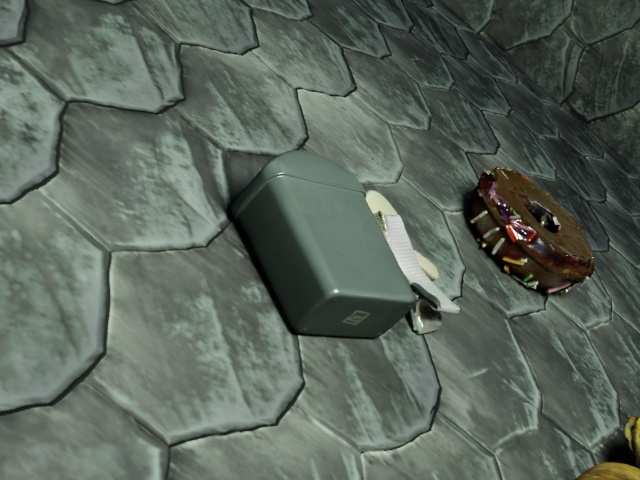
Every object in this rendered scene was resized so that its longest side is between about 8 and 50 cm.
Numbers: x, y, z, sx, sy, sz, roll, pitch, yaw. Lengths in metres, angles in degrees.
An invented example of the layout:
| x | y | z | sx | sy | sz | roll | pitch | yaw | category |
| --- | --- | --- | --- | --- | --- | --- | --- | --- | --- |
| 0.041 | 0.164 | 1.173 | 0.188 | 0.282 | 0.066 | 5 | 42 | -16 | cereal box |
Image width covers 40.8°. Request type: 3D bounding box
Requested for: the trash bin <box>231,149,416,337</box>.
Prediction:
| x | y | z | sx | sy | sz | roll | pitch | yaw | category |
| --- | --- | --- | --- | --- | --- | --- | --- | --- | --- |
| 0.000 | 0.000 | 1.056 | 0.177 | 0.101 | 0.236 | 11 | 43 | -46 | trash bin |

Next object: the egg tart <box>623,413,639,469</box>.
| x | y | z | sx | sy | sz | roll | pitch | yaw | category |
| --- | --- | --- | --- | --- | --- | --- | --- | --- | --- |
| 0.537 | 0.365 | 1.163 | 0.341 | 0.129 | 0.341 | 28 | 27 | -16 | egg tart |

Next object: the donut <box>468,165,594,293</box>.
| x | y | z | sx | sy | sz | roll | pitch | yaw | category |
| --- | --- | --- | --- | --- | --- | --- | --- | --- | --- |
| 0.370 | -0.016 | 1.530 | 0.270 | 0.103 | 0.269 | 30 | 29 | -18 | donut |

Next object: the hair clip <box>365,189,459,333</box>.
| x | y | z | sx | sy | sz | roll | pitch | yaw | category |
| --- | --- | --- | --- | --- | --- | --- | --- | --- | --- |
| 0.115 | 0.025 | 1.191 | 0.159 | 0.071 | 0.218 | 6 | 50 | -51 | hair clip |

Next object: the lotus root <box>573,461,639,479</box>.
| x | y | z | sx | sy | sz | roll | pitch | yaw | category |
| --- | --- | --- | --- | --- | --- | --- | --- | --- | --- |
| 0.302 | 0.334 | 0.883 | 0.291 | 0.193 | 0.193 | -1 | 50 | -56 | lotus root |
